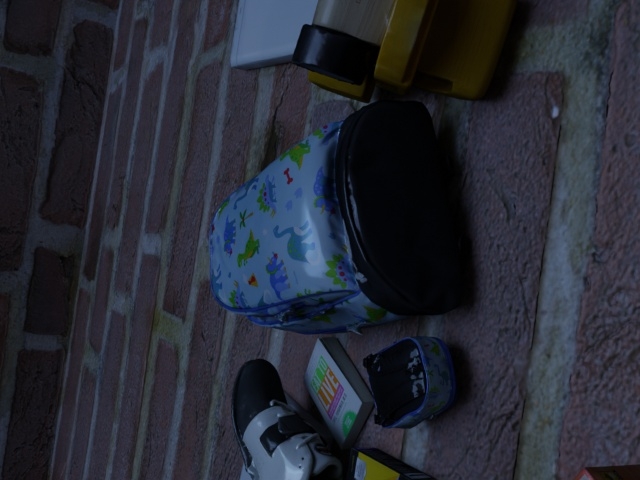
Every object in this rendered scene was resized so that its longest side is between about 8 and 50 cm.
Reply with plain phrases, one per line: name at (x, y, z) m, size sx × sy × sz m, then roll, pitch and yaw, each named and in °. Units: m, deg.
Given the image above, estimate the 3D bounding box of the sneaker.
sneaker at (-0.034, 0.308, 1.036) m, size 0.146 × 0.122 × 0.330 m, roll -32°, pitch 53°, yaw 25°

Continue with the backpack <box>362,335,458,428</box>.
backpack at (0.121, 0.173, 0.900) m, size 0.114 × 0.084 × 0.105 m, roll -47°, pitch 46°, yaw 49°

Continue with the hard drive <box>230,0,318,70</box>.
hard drive at (-0.067, -0.458, 1.382) m, size 0.353 × 0.047 × 0.233 m, roll 13°, pitch 94°, yaw 57°

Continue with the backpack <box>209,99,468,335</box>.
backpack at (0.000, 0.000, 1.013) m, size 0.355 × 0.273 × 0.290 m, roll 146°, pitch 120°, yaw -63°

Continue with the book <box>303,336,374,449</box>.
book at (0.025, 0.230, 1.093) m, size 0.144 × 0.035 × 0.096 m, roll 52°, pitch 130°, yaw 47°

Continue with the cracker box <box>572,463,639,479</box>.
cracker box at (0.232, 0.293, 0.629) m, size 0.232 × 0.156 × 0.067 m, roll -63°, pitch 37°, yaw 26°

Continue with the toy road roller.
toy road roller at (0.115, -0.277, 0.957) m, size 0.329 × 0.241 × 0.202 m, roll -51°, pitch -20°, yaw -81°

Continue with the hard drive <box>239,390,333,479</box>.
hard drive at (-0.076, 0.423, 1.193) m, size 0.203 × 0.040 × 0.307 m, roll 24°, pitch 103°, yaw 57°

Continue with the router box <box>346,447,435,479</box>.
router box at (0.081, 0.380, 0.949) m, size 0.133 × 0.046 × 0.178 m, roll 6°, pitch 88°, yaw 58°
